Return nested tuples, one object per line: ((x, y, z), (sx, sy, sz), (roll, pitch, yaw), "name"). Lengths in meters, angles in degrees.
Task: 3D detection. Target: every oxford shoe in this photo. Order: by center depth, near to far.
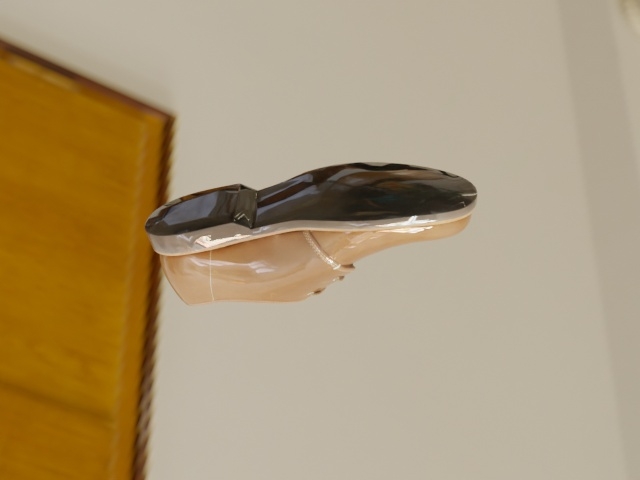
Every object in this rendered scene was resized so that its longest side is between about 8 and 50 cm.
((0.000, 0.000, 1.014), (0.212, 0.076, 0.076), (-8, -153, 17), "oxford shoe")
